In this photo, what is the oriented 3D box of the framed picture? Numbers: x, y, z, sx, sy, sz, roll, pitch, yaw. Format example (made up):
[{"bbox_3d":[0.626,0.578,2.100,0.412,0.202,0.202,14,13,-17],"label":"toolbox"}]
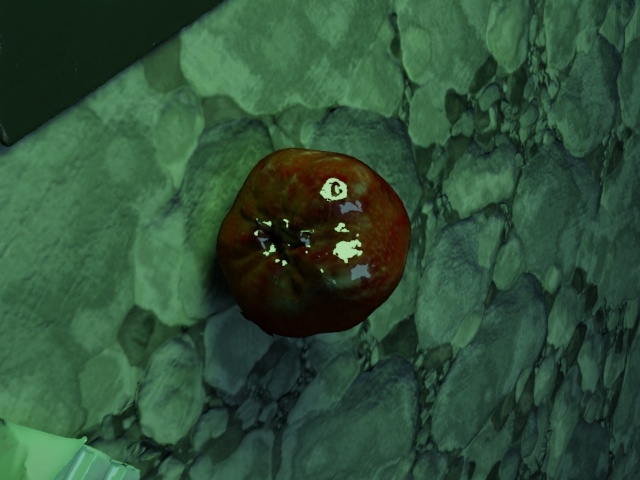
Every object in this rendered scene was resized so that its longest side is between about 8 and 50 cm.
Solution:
[{"bbox_3d":[-0.167,-0.257,0.731,0.324,0.013,0.244,-45,135,-34],"label":"framed picture"}]

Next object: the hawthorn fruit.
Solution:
[{"bbox_3d":[0.000,0.000,0.924,0.202,0.185,0.185,-9,111,-69],"label":"hawthorn fruit"}]

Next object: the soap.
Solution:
[{"bbox_3d":[-0.240,0.263,0.765,0.230,0.091,0.145,-64,145,-15],"label":"soap"}]
